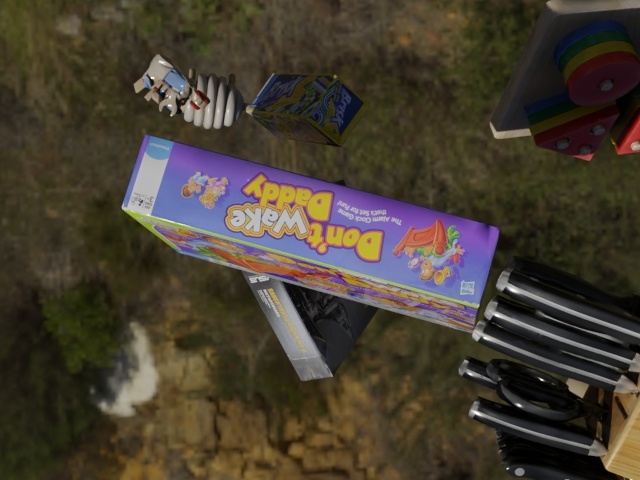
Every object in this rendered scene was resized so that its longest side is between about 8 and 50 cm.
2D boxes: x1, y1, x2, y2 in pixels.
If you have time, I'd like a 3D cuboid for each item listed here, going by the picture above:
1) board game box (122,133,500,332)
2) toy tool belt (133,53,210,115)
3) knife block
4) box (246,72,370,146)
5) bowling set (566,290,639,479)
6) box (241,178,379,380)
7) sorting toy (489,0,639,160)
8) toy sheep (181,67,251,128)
[{"bbox_3d":[0.000,0.000,1.143,0.347,0.078,0.233,15,171,10],"label":"board game box"},{"bbox_3d":[-0.160,-0.157,1.203,0.051,0.083,0.052,-47,161,9],"label":"toy tool belt"},{"bbox_3d":[0.234,0.084,0.700,0.275,0.242,0.088,-23,-163,9],"label":"knife block"},{"bbox_3d":[-0.017,-0.145,1.233,0.054,0.059,0.169,39,171,-26],"label":"box"},{"bbox_3d":[0.313,0.143,1.040,0.199,0.287,0.154,23,-168,-34],"label":"bowling set"},{"bbox_3d":[0.004,0.051,1.544,0.056,0.183,0.231,-14,-157,35],"label":"box"},{"bbox_3d":[0.372,-0.192,1.399,0.255,0.089,0.257,-7,153,-12],"label":"sorting toy"},{"bbox_3d":[-0.159,-0.207,1.663,0.132,0.091,0.091,4,175,-5],"label":"toy sheep"}]
